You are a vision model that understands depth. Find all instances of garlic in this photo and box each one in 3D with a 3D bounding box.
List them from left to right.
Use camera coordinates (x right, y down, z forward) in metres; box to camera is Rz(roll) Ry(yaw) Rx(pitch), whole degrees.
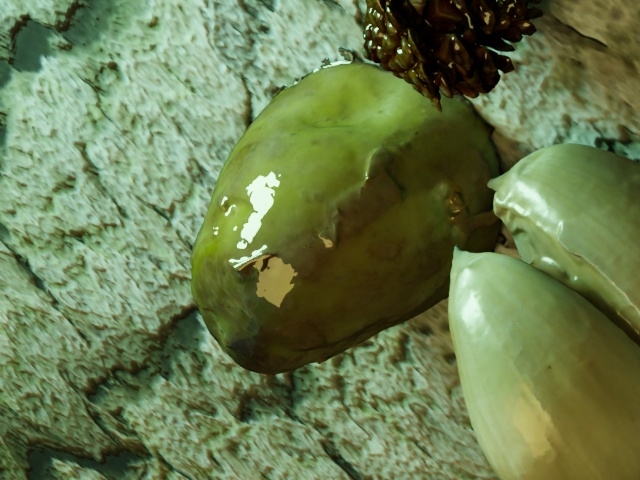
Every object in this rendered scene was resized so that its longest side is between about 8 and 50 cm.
[{"bbox_3d":[0.247,0.086,1.723,0.313,0.286,0.249,63,176,-20],"label":"garlic"}]

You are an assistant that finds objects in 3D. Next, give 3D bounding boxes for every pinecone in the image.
[{"bbox_3d":[0.115,-0.199,1.679,0.173,0.173,0.174,21,131,26],"label":"pinecone"}]

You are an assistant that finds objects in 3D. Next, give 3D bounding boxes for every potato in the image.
[{"bbox_3d":[0.000,0.000,1.851,0.300,0.237,0.289,26,133,21],"label":"potato"}]
